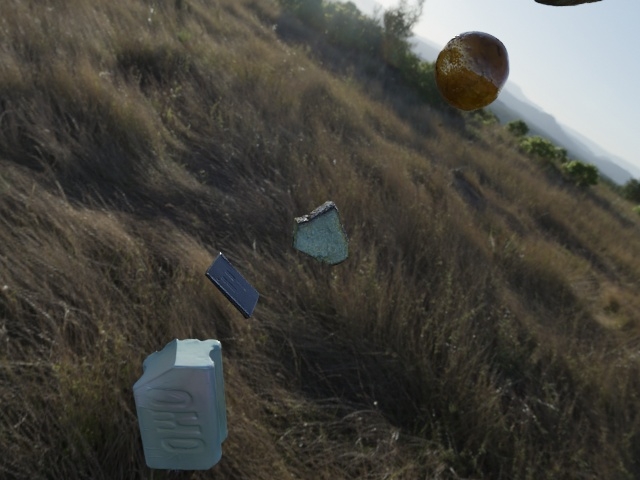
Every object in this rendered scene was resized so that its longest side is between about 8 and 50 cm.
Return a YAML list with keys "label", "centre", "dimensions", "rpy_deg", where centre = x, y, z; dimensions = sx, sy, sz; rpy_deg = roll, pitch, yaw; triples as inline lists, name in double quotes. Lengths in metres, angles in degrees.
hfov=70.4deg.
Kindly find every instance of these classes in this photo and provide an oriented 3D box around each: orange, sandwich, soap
- label: "orange"
  centre: [0.165, -0.184, 0.493]
  dimensions: [0.070, 0.083, 0.083]
  rpy_deg: [7, 36, -36]
- label: "sandwich"
  centre: [0.000, 0.000, 0.742]
  dimensions: [0.105, 0.093, 0.035]
  rpy_deg: [65, -14, -23]
- label: "soap"
  centre: [-0.299, 0.358, 0.983]
  dimensions: [0.172, 0.290, 0.095]
  rpy_deg: [2, 24, -1]

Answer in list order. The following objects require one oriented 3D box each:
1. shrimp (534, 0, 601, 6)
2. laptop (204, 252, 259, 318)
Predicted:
- label: "shrimp"
  centre: [0.435, -0.529, 0.844]
  dimensions: [0.445, 0.221, 0.110]
  rpy_deg: [-4, 66, 0]
- label: "laptop"
  centre: [-0.267, 0.138, 1.410]
  dimensions: [0.197, 0.016, 0.135]
  rpy_deg: [51, 25, -17]
